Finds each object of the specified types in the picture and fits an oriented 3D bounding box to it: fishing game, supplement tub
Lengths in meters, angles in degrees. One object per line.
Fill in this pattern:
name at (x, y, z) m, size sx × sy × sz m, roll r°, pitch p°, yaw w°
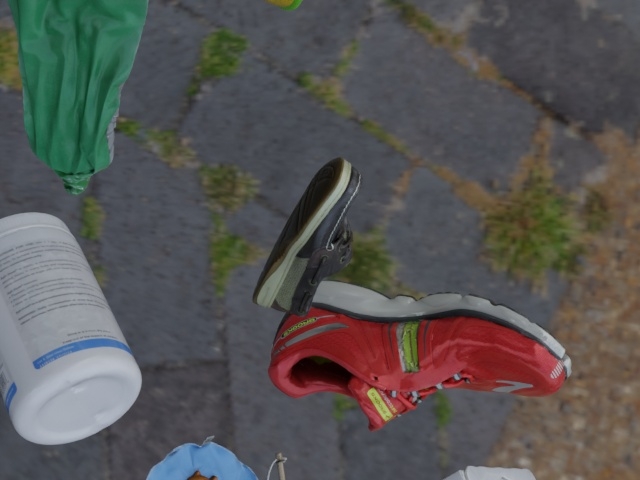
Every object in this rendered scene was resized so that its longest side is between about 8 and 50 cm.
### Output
fishing game at (-0.120, 0.311, 1.703) m, size 0.264 × 0.041 × 0.189 m, roll -1°, pitch 80°, yaw -45°
supplement tub at (-0.144, 0.046, 0.806) m, size 0.071 × 0.107 × 0.071 m, roll -21°, pitch 148°, yaw -14°

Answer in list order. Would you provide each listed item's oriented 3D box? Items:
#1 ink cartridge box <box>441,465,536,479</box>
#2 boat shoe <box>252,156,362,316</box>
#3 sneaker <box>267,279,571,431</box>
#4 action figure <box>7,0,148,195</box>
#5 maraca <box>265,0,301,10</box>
ink cartridge box at (0.078, 0.207, 1.033) m, size 0.099 × 0.135 × 0.056 m, roll 13°, pitch 48°, yaw -53°
boat shoe at (0.000, 0.000, 1.072) m, size 0.049 × 0.152 × 0.056 m, roll 24°, pitch 50°, yaw -9°
sneaker at (0.081, 0.116, 1.344) m, size 0.118 × 0.279 × 0.107 m, roll -65°, pitch 144°, yaw -33°
action figure at (-0.220, -0.136, 1.374) m, size 0.137 × 0.063 × 0.232 m, roll 15°, pitch 128°, yaw 8°
maraca at (-0.066, -0.377, 1.977) m, size 0.099 × 0.127 × 0.186 m, roll -15°, pitch 58°, yaw -29°
